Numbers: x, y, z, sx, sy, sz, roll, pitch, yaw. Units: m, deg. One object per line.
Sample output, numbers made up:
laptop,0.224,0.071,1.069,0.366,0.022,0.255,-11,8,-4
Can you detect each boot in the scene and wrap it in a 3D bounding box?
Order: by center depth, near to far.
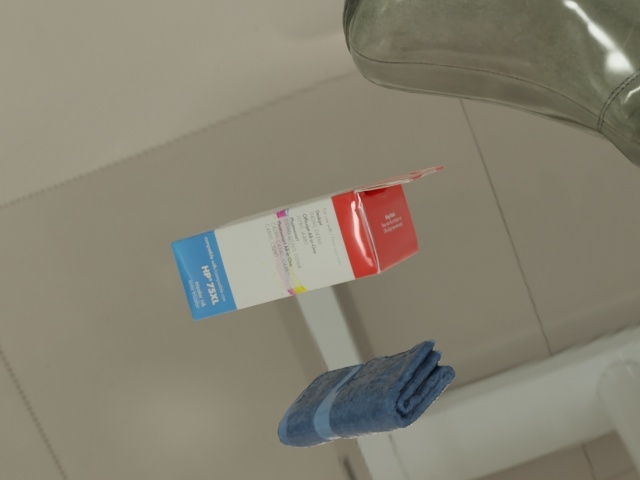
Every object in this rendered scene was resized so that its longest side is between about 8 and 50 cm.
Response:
boot,0.127,-0.036,0.506,0.246,0.161,0.083,3,146,3

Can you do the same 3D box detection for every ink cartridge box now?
ink cartridge box,0.000,0.000,1.286,0.231,0.134,0.078,-15,93,21

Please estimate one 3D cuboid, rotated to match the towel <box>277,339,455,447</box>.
towel,0.024,0.099,0.894,0.119,0.067,0.029,-19,109,48
